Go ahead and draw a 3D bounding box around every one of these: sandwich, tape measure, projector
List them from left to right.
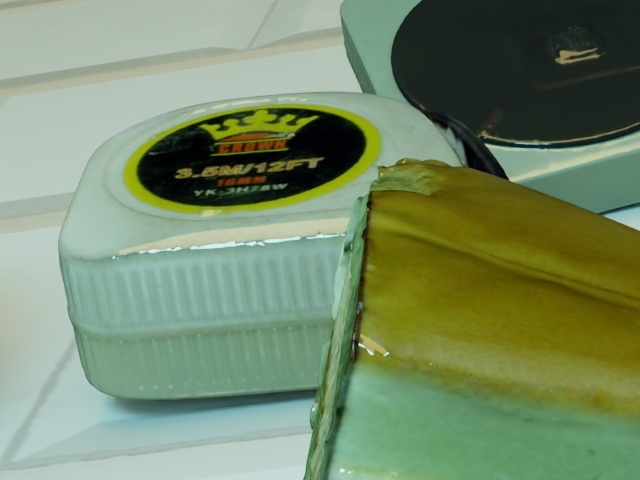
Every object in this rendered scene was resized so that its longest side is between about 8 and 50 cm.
[{"bbox_3d":[0.000,0.000,1.140,0.271,0.133,0.231,-6,25,9],"label":"tape measure"},{"bbox_3d":[0.166,-0.111,1.368,0.259,0.079,0.257,-14,40,-5],"label":"projector"},{"bbox_3d":[0.095,0.078,0.708,0.198,0.155,0.227,12,20,-1],"label":"sandwich"}]
